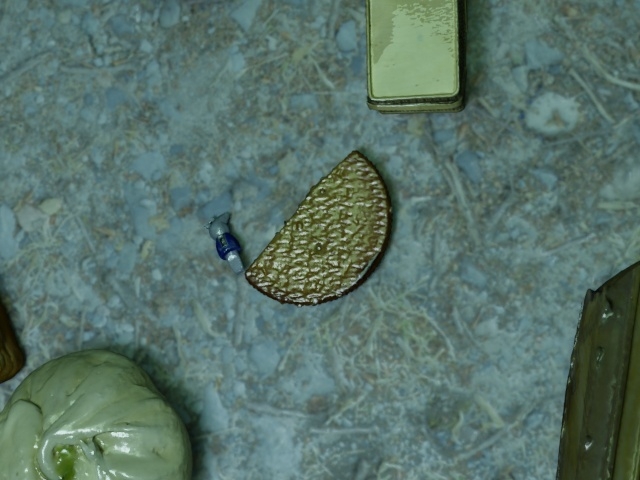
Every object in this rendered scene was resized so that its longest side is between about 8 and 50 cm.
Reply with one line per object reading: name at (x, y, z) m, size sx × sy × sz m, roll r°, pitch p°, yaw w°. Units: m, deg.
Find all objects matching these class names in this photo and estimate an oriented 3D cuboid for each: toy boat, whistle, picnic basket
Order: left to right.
whistle at (-0.111, 0.004, 1.879) m, size 0.033 × 0.029 × 0.083 m, roll -31°, pitch 65°, yaw 9°
picnic basket at (0.113, -0.229, 1.841) m, size 0.115 × 0.079 × 0.164 m, roll 0°, pitch 82°, yaw 11°
toy boat at (0.349, 0.212, 1.687) m, size 0.162 × 0.136 × 0.445 m, roll 12°, pitch 76°, yaw -10°

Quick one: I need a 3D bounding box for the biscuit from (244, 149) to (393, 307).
biscuit at (0.013, 0.002, 1.855) m, size 0.126 × 0.025 × 0.206 m, roll 42°, pitch 94°, yaw 15°

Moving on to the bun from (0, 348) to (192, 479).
bun at (-0.277, 0.246, 1.815) m, size 0.259 × 0.160 × 0.259 m, roll -3°, pitch 79°, yaw 14°

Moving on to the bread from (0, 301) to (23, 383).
bread at (-0.510, 0.028, 1.926) m, size 0.185 × 0.109 × 0.380 m, roll -26°, pitch 79°, yaw 7°
